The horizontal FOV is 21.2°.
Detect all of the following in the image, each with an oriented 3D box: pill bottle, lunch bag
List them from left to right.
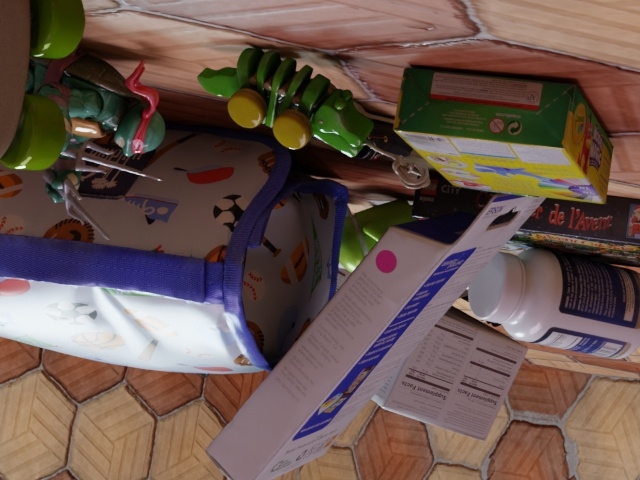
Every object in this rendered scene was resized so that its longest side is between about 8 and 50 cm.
[{"bbox_3d":[-0.170,0.007,1.627,0.328,0.239,0.385,6,-178,14],"label":"lunch bag"},{"bbox_3d":[0.236,0.059,1.702,0.169,0.094,0.094,13,172,-25],"label":"pill bottle"}]

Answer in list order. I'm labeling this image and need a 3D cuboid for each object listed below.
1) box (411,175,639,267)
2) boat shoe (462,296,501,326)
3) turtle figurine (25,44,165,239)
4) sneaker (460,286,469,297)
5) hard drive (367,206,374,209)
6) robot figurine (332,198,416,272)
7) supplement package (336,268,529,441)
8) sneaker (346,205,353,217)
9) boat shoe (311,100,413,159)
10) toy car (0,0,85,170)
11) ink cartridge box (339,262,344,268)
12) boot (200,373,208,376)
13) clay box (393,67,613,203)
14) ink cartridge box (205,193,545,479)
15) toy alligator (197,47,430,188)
[{"bbox_3d":[0.218,-0.017,1.690,0.233,0.044,0.159,7,173,14],"label":"box"},{"bbox_3d":[0.249,0.083,2.345,0.207,0.073,0.073,16,172,-34],"label":"boat shoe"},{"bbox_3d":[-0.209,-0.096,1.332,0.234,0.118,0.175,24,160,9],"label":"turtle figurine"},{"bbox_3d":[0.185,0.038,2.174,0.188,0.066,0.071,1,153,23],"label":"sneaker"},{"bbox_3d":[0.127,-0.013,1.926,0.094,0.022,0.135,3,171,41],"label":"hard drive"},{"bbox_3d":[0.065,-0.004,1.811,0.115,0.067,0.101,-18,172,-3],"label":"robot figurine"},{"bbox_3d":[0.109,0.140,2.335,0.204,0.145,0.262,22,-175,-39],"label":"supplement package"},{"bbox_3d":[-0.079,-0.023,1.890,0.235,0.090,0.095,10,-178,2],"label":"sneaker"},{"bbox_3d":[0.033,-0.086,1.399,0.049,0.042,0.133,2,171,36],"label":"boat shoe"},{"bbox_3d":[-0.279,-0.128,1.135,0.188,0.149,0.155,18,-170,39],"label":"toy car"},{"bbox_3d":[0.000,0.000,2.102,0.206,0.045,0.208,9,172,2],"label":"ink cartridge box"},{"bbox_3d":[-0.224,0.037,2.057,0.260,0.131,0.348,27,169,7],"label":"boot"},{"bbox_3d":[0.146,-0.074,1.293,0.127,0.053,0.222,8,173,18],"label":"clay box"},{"bbox_3d":[0.056,0.072,1.573,0.069,0.371,0.176,47,-158,14],"label":"ink cartridge box"},{"bbox_3d":[-0.002,-0.097,1.228,0.189,0.056,0.051,25,134,13],"label":"toy alligator"}]
